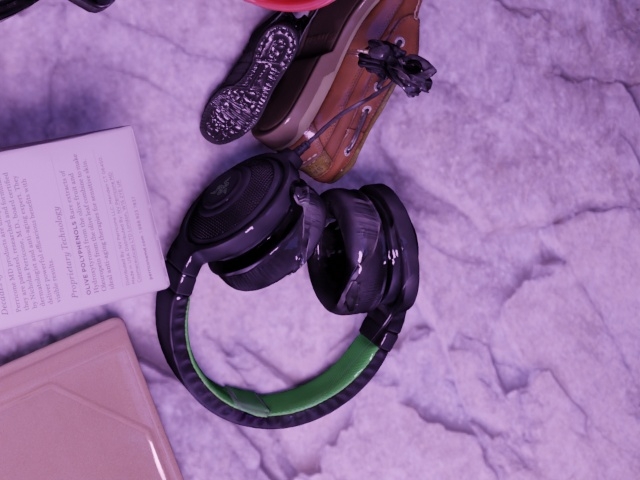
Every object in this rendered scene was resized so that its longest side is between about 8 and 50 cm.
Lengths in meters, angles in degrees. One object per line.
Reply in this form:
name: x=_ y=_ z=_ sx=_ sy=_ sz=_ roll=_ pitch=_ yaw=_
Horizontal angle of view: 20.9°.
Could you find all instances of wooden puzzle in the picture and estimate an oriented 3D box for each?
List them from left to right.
wooden puzzle: x=-0.242 y=0.216 z=1.602 sx=0.221 sy=0.044 sz=0.239 roll=-24 pitch=103 yaw=-29

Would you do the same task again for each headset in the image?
headset: x=0.000 y=0.000 z=1.637 sx=0.243 sy=0.185 sz=0.394 roll=16 pitch=99 yaw=-28

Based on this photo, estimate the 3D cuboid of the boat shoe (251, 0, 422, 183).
boat shoe: x=0.046 y=-0.202 z=1.762 sx=0.104 sy=0.111 sz=0.307 roll=37 pitch=80 yaw=-27

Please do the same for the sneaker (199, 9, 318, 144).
sneaker: x=-0.057 y=-0.173 z=1.717 sx=0.051 sy=0.089 sz=0.170 roll=34 pitch=108 yaw=-9

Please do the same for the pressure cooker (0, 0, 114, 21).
pressure cooker: x=-0.353 y=-0.329 z=1.359 sx=0.370 sy=0.420 sz=0.375 roll=-12 pitch=92 yaw=-33

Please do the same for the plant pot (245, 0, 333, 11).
plant pot: x=-0.010 y=-0.397 z=1.663 sx=0.275 sy=0.275 sz=0.243 roll=52 pitch=56 yaw=-16

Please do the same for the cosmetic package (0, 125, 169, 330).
cosmetic package: x=-0.342 y=0.013 z=1.470 sx=0.365 sy=0.197 sz=0.155 roll=-15 pitch=95 yaw=-28
